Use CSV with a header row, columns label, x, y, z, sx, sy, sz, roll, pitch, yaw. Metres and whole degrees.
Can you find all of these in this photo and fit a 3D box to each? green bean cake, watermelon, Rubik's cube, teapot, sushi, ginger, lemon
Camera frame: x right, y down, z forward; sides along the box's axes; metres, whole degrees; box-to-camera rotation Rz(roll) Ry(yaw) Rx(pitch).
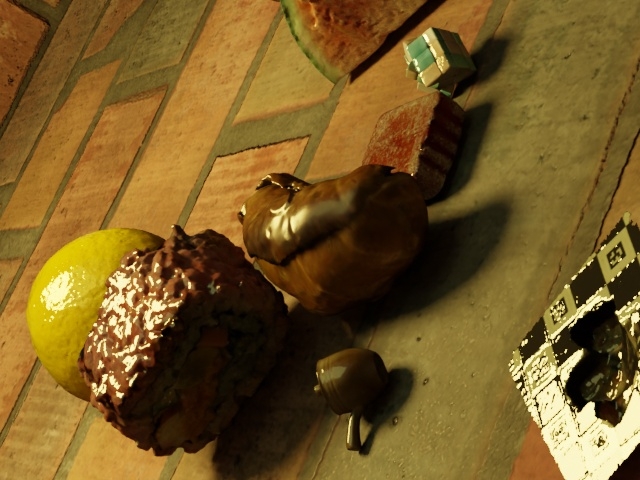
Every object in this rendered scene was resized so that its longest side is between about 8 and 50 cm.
label,x,y,z,sx,sy,sz,roll,pitch,yaw
green bean cake,0.109,-0.104,1.721,0.135,0.056,0.136,-19,46,55
watermelon,0.060,-0.436,1.971,0.319,0.222,0.292,-36,35,44
Rubik's cube,0.143,-0.215,1.761,0.073,0.084,0.075,-37,52,31
teapot,0.040,0.175,1.559,0.080,0.085,0.110,-22,68,17
sushi,-0.170,0.128,1.767,0.171,0.236,0.270,43,110,39
sushi,0.261,0.108,1.249,0.193,0.040,0.210,-55,28,23
ginger,0.000,0.000,1.673,0.321,0.165,0.172,1,80,55
lemon,-0.270,0.095,1.972,0.219,0.240,0.240,-32,35,22

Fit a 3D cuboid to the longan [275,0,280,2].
label,x,y,z,sx,sy,sz,roll,pitch,yaw
longan,-0.052,-0.463,2.269,0.187,0.167,0.167,-32,35,59
